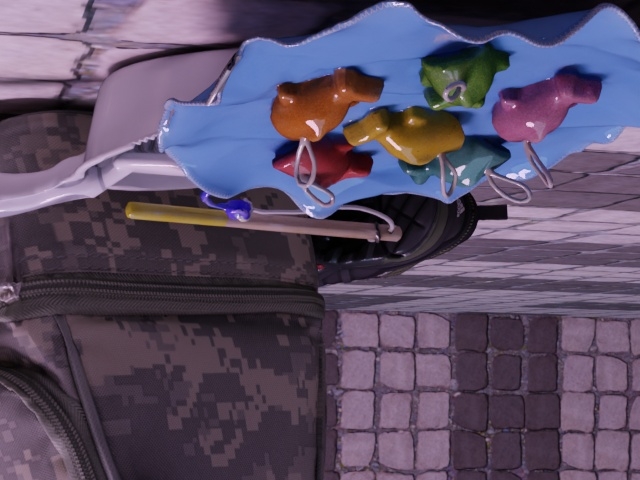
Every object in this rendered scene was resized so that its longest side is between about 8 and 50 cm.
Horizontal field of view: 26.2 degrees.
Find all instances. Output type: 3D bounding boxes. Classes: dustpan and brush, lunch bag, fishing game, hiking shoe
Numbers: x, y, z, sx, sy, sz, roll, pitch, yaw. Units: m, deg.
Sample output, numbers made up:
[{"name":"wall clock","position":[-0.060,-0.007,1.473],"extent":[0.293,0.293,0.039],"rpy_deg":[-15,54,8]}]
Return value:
[{"name":"dustpan and brush","position":[-0.074,-0.038,0.589],"extent":[0.211,0.060,0.147],"rpy_deg":[0,174,9]},{"name":"lunch bag","position":[-0.143,0.092,0.751],"extent":[0.305,0.256,0.212],"rpy_deg":[-19,165,42]},{"name":"fishing game","position":[0.035,-0.035,0.488],"extent":[0.189,0.041,0.264],"rpy_deg":[6,161,-36]},{"name":"hiking shoe","position":[0.000,0.000,0.856],"extent":[0.227,0.086,0.114],"rpy_deg":[-4,169,40]}]
